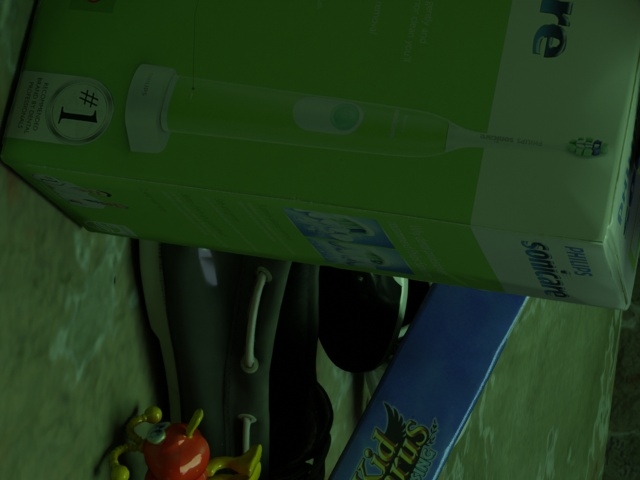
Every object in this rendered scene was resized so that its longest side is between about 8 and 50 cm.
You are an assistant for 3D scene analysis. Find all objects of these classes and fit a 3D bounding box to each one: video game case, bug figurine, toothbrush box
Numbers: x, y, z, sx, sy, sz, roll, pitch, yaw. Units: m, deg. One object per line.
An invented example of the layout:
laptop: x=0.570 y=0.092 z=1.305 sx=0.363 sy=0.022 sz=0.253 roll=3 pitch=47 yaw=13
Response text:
video game case: x=0.033 y=0.161 z=1.204 sx=0.269 sy=0.061 sz=0.244 roll=-61 pitch=175 yaw=-18
bug figurine: x=-0.106 y=0.225 z=0.990 sx=0.279 sy=0.072 sz=0.216 roll=-61 pitch=160 yaw=-60
toothbrush box: x=0.019 y=-0.097 z=0.890 sx=0.122 sy=0.283 sz=0.206 roll=48 pitch=51 yaw=-68

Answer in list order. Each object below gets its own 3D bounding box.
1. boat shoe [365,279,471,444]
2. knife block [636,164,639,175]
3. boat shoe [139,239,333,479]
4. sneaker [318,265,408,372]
boat shoe: x=0.059 y=0.062 z=1.446 sx=0.084 sy=0.095 sz=0.258 roll=-45 pitch=129 yaw=-57
knife block: x=0.259 y=-0.091 z=0.795 sx=0.242 sy=0.275 sz=0.088 roll=-56 pitch=171 yaw=19
boat shoe: x=-0.034 y=0.091 z=1.122 sx=0.335 sy=0.095 sz=0.112 roll=81 pitch=23 yaw=-43
sneaker: x=0.000 y=0.000 z=1.249 sx=0.121 sy=0.079 sz=0.217 roll=-32 pitch=126 yaw=-58
